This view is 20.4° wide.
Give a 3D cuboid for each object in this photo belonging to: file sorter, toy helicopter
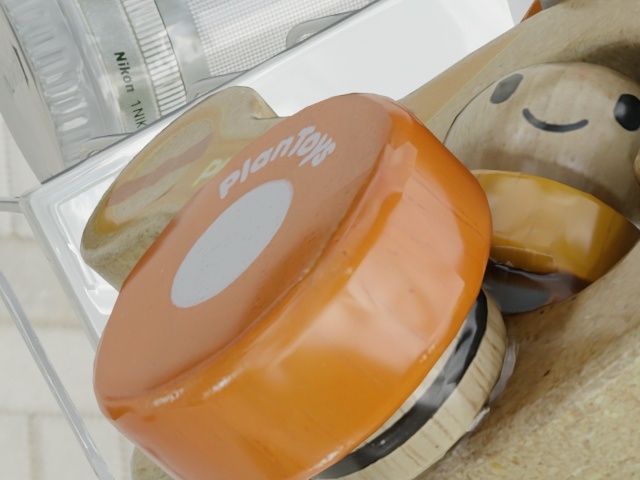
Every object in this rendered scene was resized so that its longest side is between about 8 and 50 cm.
[{"bbox_3d":[0.000,0.000,0.832,0.277,0.173,0.193,-31,104,-23],"label":"file sorter"},{"bbox_3d":[0.024,-0.021,0.487,0.140,0.355,0.235,43,76,-22],"label":"toy helicopter"}]

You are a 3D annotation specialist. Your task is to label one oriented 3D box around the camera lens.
[{"bbox_3d":[-0.091,-0.167,1.225,0.274,0.219,0.219,-24,78,-16],"label":"camera lens"}]
